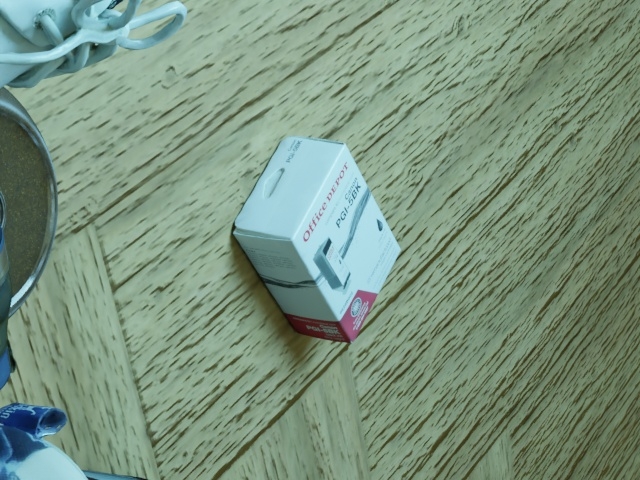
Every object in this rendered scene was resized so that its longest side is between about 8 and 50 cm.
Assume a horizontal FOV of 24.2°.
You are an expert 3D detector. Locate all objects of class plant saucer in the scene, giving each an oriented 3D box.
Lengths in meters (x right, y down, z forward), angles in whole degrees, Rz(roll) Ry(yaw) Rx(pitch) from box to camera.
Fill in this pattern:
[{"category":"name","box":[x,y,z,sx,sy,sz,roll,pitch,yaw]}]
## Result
[{"category":"plant saucer","box":[-0.205,-0.015,0.858,0.168,0.029,0.168,-21,115,-55]}]

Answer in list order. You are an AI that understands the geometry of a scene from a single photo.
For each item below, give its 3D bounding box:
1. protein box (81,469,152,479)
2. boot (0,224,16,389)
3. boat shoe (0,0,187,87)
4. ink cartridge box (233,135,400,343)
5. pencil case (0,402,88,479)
[{"category":"protein box","box":[-0.095,0.260,0.931,0.136,0.201,0.200,22,79,-57]},{"category":"boot","box":[-0.244,0.082,0.765,0.219,0.082,0.106,-34,140,-28]},{"category":"boat shoe","box":[-0.145,-0.142,0.782,0.136,0.156,0.367,135,-25,-65]},{"category":"ink cartridge box","box":[0.000,0.000,1.156,0.099,0.056,0.135,-62,143,-27]},{"category":"pencil case","box":[-0.260,0.211,0.679,0.410,0.183,0.160,-23,85,-52]}]
